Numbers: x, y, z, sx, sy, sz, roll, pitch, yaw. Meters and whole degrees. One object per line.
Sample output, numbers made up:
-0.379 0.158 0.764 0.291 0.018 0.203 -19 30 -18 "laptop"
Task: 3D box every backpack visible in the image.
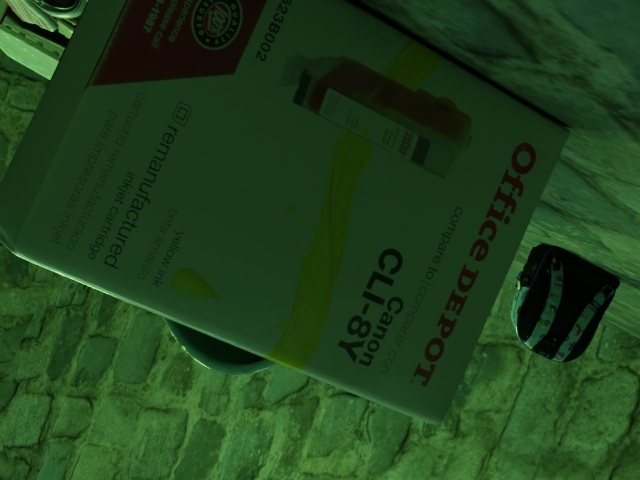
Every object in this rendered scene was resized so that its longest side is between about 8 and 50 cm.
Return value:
0.395 0.110 1.986 0.158 0.173 0.117 25 179 -15 "backpack"

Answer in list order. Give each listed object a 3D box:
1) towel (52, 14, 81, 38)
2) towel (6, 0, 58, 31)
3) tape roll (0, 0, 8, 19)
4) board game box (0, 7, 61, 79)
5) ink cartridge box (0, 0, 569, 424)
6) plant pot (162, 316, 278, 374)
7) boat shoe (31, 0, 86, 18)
-0.299 -0.293 1.822 0.187 0.049 0.282 26 179 10 "towel"
-0.449 -0.354 1.682 0.144 0.029 0.197 41 175 -27 "towel"
-0.751 -0.491 2.123 0.392 0.072 0.392 25 180 0 "tape roll"
-0.526 -0.363 2.506 0.390 0.050 0.390 29 175 0 "board game box"
-0.028 -0.052 0.958 0.384 0.279 0.160 25 178 -25 "ink cartridge box"
0.000 0.000 1.588 0.341 0.341 0.334 25 -165 39 "plant pot"
-0.371 -0.332 1.542 0.142 0.049 0.040 27 179 18 "boat shoe"
